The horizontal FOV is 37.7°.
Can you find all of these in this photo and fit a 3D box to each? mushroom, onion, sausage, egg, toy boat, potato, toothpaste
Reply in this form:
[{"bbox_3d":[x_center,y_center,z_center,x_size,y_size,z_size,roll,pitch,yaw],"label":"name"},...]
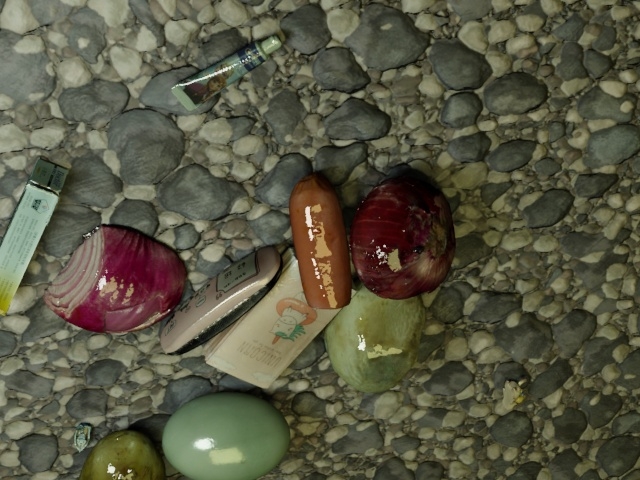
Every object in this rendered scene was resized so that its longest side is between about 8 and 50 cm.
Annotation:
[{"bbox_3d":[0.115,0.208,1.989,0.189,0.164,0.267,27,116,-28],"label":"mushroom"},{"bbox_3d":[-0.393,0.111,1.855,0.247,0.111,0.250,29,113,-26],"label":"onion"},{"bbox_3d":[0.149,-0.008,1.835,0.252,0.219,0.252,-18,116,-43],"label":"onion"},{"bbox_3d":[0.000,0.000,1.814,0.114,0.113,0.259,-10,102,-4],"label":"sausage"},{"bbox_3d":[-0.206,0.435,2.062,0.283,0.203,0.203,0,125,-15],"label":"egg"},{"bbox_3d":[-0.536,0.444,2.108,0.038,0.038,0.083,7,122,-16],"label":"toy boat"},{"bbox_3d":[-0.452,0.557,2.122,0.210,0.173,0.307,7,126,-14],"label":"potato"},{"bbox_3d":[-0.561,-0.004,1.751,0.071,0.089,0.313,23,119,-17],"label":"toothpaste"},{"bbox_3d":[-0.161,-0.299,1.652,0.216,0.037,0.062,-28,127,15],"label":"toothpaste"}]

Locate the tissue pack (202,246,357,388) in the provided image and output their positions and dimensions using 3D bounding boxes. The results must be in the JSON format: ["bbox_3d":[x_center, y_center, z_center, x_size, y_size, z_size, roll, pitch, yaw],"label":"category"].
[{"bbox_3d":[-0.088,0.169,1.978,0.170,0.071,0.325,28,115,-29],"label":"tissue pack"}]

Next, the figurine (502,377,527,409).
[{"bbox_3d":[0.469,0.368,2.251,0.051,0.047,0.083,-10,132,-17],"label":"figurine"}]

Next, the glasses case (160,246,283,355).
[{"bbox_3d":[-0.201,0.123,1.892,0.314,0.122,0.075,-36,118,16],"label":"glasses case"}]
